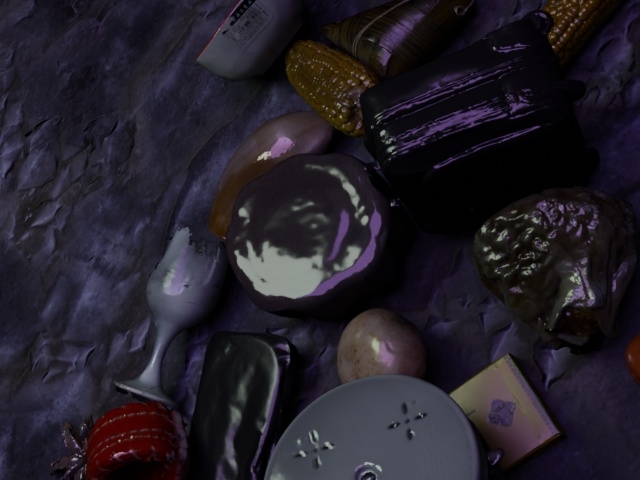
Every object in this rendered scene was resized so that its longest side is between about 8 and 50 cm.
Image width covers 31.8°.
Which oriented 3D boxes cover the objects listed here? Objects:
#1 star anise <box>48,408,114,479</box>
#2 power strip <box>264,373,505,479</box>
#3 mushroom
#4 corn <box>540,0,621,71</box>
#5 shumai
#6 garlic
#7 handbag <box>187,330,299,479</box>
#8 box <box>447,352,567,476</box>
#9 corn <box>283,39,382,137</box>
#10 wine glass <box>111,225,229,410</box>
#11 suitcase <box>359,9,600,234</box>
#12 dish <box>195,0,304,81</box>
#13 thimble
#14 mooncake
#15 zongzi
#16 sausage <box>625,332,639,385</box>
[{"bbox_3d":[-0.418,0.390,2.032,0.195,0.065,0.182,40,93,34],"label":"star anise"},{"bbox_3d":[0.105,0.373,1.632,0.357,0.161,0.358,-15,51,19],"label":"power strip"},{"bbox_3d":[0.102,0.193,1.805,0.166,0.127,0.166,-12,74,48],"label":"mushroom"},{"bbox_3d":[0.410,-0.362,1.857,0.102,0.102,0.313,40,90,32],"label":"corn"},{"bbox_3d":[0.365,0.054,1.680,0.255,0.189,0.218,-26,61,23],"label":"shumai"},{"bbox_3d":[-0.100,-0.126,2.040,0.143,0.112,0.318,46,107,28],"label":"garlic"},{"bbox_3d":[-0.138,0.321,1.905,0.191,0.075,0.332,1,77,32],"label":"handbag"},{"bbox_3d":[0.223,0.314,1.745,0.279,0.041,0.153,-37,59,11],"label":"box"},{"bbox_3d":[0.026,-0.274,1.970,0.119,0.119,0.322,-47,41,5],"label":"corn"},{"bbox_3d":[-0.260,0.139,2.001,0.143,0.143,0.321,11,76,29],"label":"wine glass"},{"bbox_3d":[0.237,-0.156,1.715,0.339,0.345,0.188,-20,67,11],"label":"suitcase"},{"bbox_3d":[-0.115,-0.390,2.077,0.117,0.256,0.256,37,92,-10],"label":"dish"},{"bbox_3d":[-0.314,0.373,1.900,0.189,0.163,0.125,-52,31,28],"label":"thimble"},{"bbox_3d":[0.000,0.000,1.904,0.306,0.154,0.306,-9,69,25],"label":"mooncake"},{"bbox_3d":[0.138,-0.411,2.009,0.248,0.111,0.241,-45,53,0],"label":"zongzi"},{"bbox_3d":[0.552,0.197,1.572,0.258,0.133,0.133,26,86,27],"label":"sausage"}]
